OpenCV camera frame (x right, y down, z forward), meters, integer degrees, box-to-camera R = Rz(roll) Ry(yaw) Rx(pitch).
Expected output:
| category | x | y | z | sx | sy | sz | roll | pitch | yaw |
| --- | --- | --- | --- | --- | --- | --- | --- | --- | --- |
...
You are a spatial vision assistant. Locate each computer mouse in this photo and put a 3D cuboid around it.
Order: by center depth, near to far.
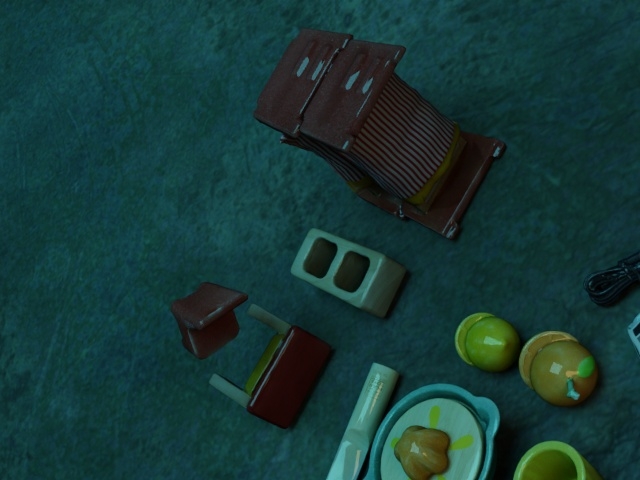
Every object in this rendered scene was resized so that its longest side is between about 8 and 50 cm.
| category | x | y | z | sx | sy | sz | roll | pitch | yaw |
| --- | --- | --- | --- | --- | --- | --- | --- | --- | --- |
| computer mouse | 0.299 | 0.083 | 1.152 | 0.106 | 0.042 | 0.193 | -31 | 44 | 20 |

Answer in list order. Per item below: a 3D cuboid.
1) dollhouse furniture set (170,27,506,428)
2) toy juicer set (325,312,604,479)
| category | x | y | z | sx | sy | sz | roll | pitch | yaw |
| --- | --- | --- | --- | --- | --- | --- | --- | --- | --- |
| dollhouse furniture set | 0.000 | 0.000 | 1.349 | 0.152 | 0.201 | 0.374 | 24 | 83 | 46 |
| toy juicer set | 0.107 | 0.164 | 1.242 | 0.329 | 0.089 | 0.209 | -12 | 60 | 38 |
